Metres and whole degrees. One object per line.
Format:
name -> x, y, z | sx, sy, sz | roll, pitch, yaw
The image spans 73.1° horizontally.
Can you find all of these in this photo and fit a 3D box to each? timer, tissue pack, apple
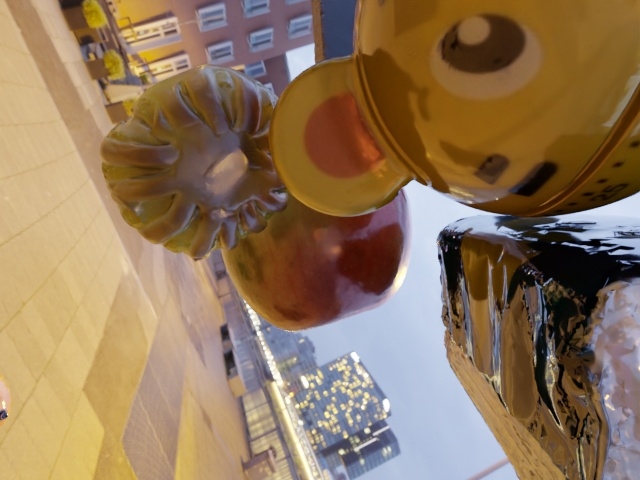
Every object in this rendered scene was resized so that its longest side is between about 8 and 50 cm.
timer -> 0.155, -0.192, 0.387 | 0.376, 0.388, 0.375 | -173, -90, -86
tissue pack -> 0.297, 0.106, 0.456 | 0.416, 0.265, 0.252 | -69, 157, -81
apple -> 0.000, 0.000, 0.714 | 0.319, 0.320, 0.276 | -173, -108, -76

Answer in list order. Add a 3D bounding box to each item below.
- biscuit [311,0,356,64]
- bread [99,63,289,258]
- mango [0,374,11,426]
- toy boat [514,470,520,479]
biscuit -> 0.042, -0.440, 0.879 | 0.073, 0.108, 0.387 | 113, -23, -60
bread -> -0.117, -0.080, 0.469 | 0.105, 0.214, 0.213 | 23, -45, 56
mango -> -0.748, 0.287, 0.838 | 0.144, 0.360, 0.186 | -55, 145, -51
toy boat -> 0.515, 0.504, 1.025 | 0.089, 0.230, 0.088 | 46, -64, 24
